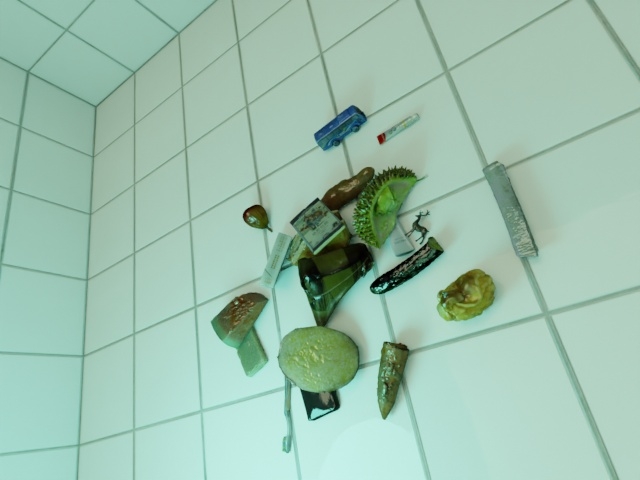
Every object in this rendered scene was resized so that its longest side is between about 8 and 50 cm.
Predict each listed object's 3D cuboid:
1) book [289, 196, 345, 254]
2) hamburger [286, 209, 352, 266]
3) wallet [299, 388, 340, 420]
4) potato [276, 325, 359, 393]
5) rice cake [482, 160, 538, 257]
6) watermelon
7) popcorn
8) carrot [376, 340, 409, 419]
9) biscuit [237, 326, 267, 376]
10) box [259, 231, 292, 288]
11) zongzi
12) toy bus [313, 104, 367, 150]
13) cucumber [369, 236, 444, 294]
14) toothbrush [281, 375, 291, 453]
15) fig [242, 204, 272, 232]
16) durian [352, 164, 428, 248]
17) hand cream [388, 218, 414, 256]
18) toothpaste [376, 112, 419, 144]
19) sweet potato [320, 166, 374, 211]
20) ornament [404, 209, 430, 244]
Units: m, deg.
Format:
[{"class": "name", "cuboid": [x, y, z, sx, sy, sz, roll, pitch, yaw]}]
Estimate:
[{"class": "book", "cuboid": [-0.018, -0.063, 1.673, 0.157, 0.026, 0.231, -42, 43, 2]}, {"class": "hamburger", "cuboid": [0.000, 0.000, 1.747, 0.155, 0.246, 0.282, -90, 11, -46]}, {"class": "wallet", "cuboid": [-0.022, 0.546, 1.655, 0.149, 0.044, 0.249, -30, 59, 20]}, {"class": "potato", "cuboid": [-0.007, 0.446, 1.600, 0.300, 0.116, 0.238, 3, 62, 4]}, {"class": "rice cake", "cuboid": [0.618, -0.100, 1.404, 0.073, 0.056, 0.364, -25, 62, 27]}, {"class": "watermelon", "cuboid": [-0.348, 0.317, 1.903, 0.257, 0.140, 0.193, -43, 49, -1]}, {"class": "popcorn", "cuboid": [0.459, 0.186, 1.377, 0.194, 0.163, 0.140, -35, 73, -16]}, {"class": "carrot", "cuboid": [0.238, 0.477, 1.473, 0.102, 0.102, 0.262, 8, 86, 37]}, {"class": "biscuit", "cuboid": [-0.310, 0.477, 1.882, 0.121, 0.041, 0.199, -42, 54, 13]}, {"class": "box", "cuboid": [-0.191, 0.087, 1.858, 0.067, 0.149, 0.232, 20, 85, -1]}, {"class": "zongzi", "cuboid": [0.083, 0.186, 1.677, 0.290, 0.317, 0.154, -16, 24, -1]}, {"class": "toy bus", "cuboid": [0.084, -0.488, 1.886, 0.237, 0.094, 0.079, -33, 58, 23]}, {"class": "cucumber", "cuboid": [0.303, 0.108, 1.549, 0.303, 0.072, 0.081, -42, 58, 18]}, {"class": "toothbrush", "cuboid": [-0.131, 0.636, 1.711, 0.037, 0.028, 0.374, -14, 67, 39]}, {"class": "fig", "cuboid": [-0.296, -0.094, 2.035, 0.119, 0.119, 0.152, -23, 106, 28]}, {"class": "durian", "cuboid": [0.233, -0.147, 1.629, 0.355, 0.170, 0.157, -56, 9, -13]}, {"class": "hand cream", "cuboid": [0.272, -0.052, 1.638, 0.080, 0.048, 0.255, -22, 60, 2]}, {"class": "toothpaste", "cuboid": [0.313, -0.455, 1.755, 0.191, 0.031, 0.048, -29, 64, 28]}, {"class": "sweet potato", "cuboid": [0.083, -0.189, 1.792, 0.355, 0.095, 0.106, -38, 12, 17]}, {"class": "ornament", "cuboid": [0.368, -0.055, 1.579, 0.074, 0.028, 0.125, 31, 87, 17]}]
